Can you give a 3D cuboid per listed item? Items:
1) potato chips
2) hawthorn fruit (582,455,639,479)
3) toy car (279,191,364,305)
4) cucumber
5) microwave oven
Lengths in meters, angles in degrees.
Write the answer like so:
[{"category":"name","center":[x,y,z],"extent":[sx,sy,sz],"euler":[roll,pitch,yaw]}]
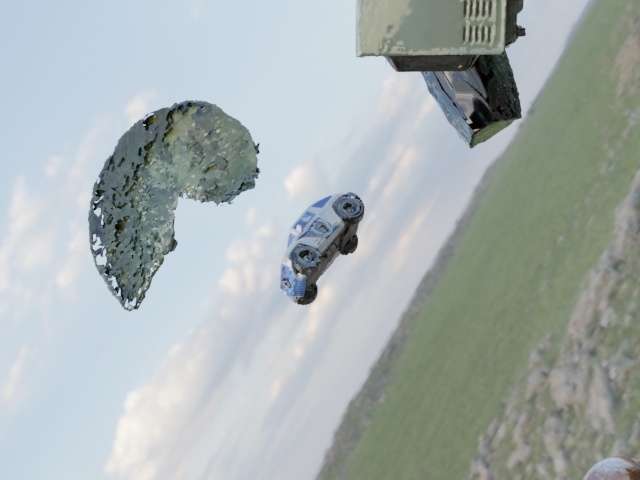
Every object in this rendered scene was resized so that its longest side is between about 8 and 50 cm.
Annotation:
[{"category":"potato chips","center":[-0.150,-0.048,0.975],"extent":[0.220,0.202,0.029],"euler":[-27,-34,27]},{"category":"hawthorn fruit","center":[0.574,0.512,1.772],"extent":[0.231,0.263,0.235],"euler":[-32,19,-29]},{"category":"toy car","center":[0.000,0.000,1.293],"extent":[0.170,0.070,0.080],"euler":[-50,-20,-35]},{"category":"cucumber","center":[0.178,-0.220,1.277],"extent":[0.115,0.193,0.086],"euler":[-30,-13,28]},{"category":"microwave oven","center":[0.101,-0.218,0.802],"extent":[0.205,0.129,0.163],"euler":[-50,-41,-74]}]
